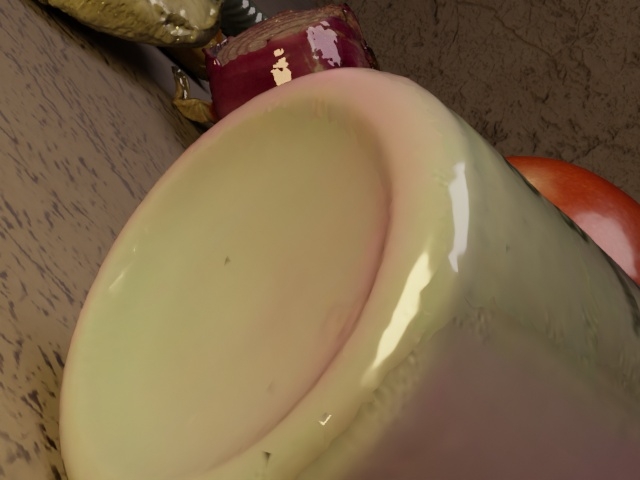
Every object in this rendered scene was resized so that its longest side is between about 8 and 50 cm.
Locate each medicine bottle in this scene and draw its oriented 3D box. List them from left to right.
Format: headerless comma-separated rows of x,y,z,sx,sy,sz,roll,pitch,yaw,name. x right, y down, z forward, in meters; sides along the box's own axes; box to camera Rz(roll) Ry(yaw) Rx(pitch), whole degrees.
0.089,0.109,0.592,0.388,0.219,0.219,36,14,-35,medicine bottle

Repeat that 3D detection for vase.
-0.136,-0.317,1.634,0.237,0.115,0.115,45,10,-30,vase

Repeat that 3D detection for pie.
-0.216,-0.297,1.158,0.337,0.075,0.338,34,34,-27,pie

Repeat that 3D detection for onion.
-0.017,-0.118,1.161,0.200,0.201,0.207,41,-15,-21,onion

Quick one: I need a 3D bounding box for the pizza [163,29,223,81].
-0.185,-0.281,1.418,0.292,0.058,0.197,48,11,17,pizza

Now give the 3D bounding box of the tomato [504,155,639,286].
0.137,0.066,0.871,0.224,0.256,0.256,30,8,13,tomato
